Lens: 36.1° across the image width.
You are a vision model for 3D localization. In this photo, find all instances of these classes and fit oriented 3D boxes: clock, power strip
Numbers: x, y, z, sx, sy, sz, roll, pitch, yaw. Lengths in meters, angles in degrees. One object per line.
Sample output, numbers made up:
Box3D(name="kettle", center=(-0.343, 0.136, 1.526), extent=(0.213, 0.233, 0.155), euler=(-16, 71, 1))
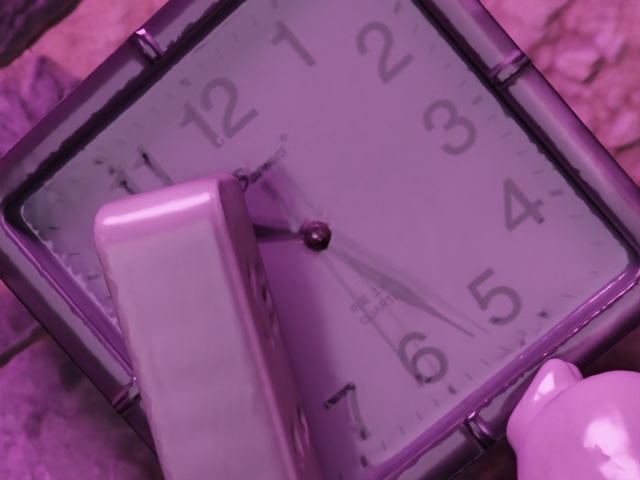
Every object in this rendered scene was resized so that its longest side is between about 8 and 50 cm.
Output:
Box3D(name="clock", center=(0.000, 0.000, 0.503), extent=(0.273, 0.049, 0.279), euler=(-40, 91, 8))
Box3D(name="power strip", center=(-0.017, 0.160, 0.453), extent=(0.062, 0.091, 0.385), euler=(-15, 96, 5))

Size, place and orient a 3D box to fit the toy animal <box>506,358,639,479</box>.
Box3D(name="toy animal", center=(0.238, 0.140, 0.435), extent=(0.325, 0.154, 0.208), euler=(19, 119, -4))
